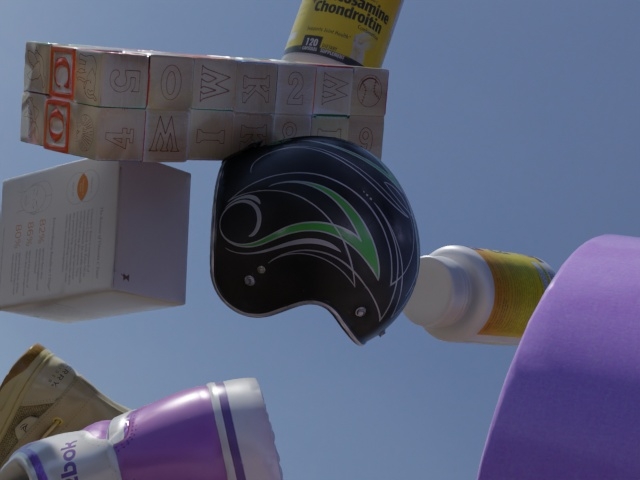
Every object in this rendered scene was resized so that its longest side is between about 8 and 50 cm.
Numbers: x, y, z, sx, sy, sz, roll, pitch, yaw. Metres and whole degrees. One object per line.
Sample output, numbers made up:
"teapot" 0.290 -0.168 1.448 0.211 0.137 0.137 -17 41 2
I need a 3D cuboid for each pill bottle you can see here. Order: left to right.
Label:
"pill bottle" 0.032 -0.246 1.439 0.103 0.184 0.103 17 -13 4
"pill bottle" 0.194 0.068 1.659 0.117 0.117 0.215 13 4 43

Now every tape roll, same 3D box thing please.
"tape roll" 0.156 0.138 0.629 0.090 0.274 0.274 9 -32 28

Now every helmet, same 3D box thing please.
"helmet" 0.000 0.000 1.100 0.162 0.169 0.169 1 -29 6

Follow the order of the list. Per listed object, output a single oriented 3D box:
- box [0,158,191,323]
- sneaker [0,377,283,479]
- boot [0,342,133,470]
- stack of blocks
"box" -0.212 0.001 1.261 0.171 0.130 0.091 -9 -17 38
"sneaker" -0.101 0.152 0.773 0.282 0.161 0.102 87 -13 -65
"boot" -0.242 0.247 1.340 0.203 0.095 0.262 28 -62 3
"stack of blocks" -0.108 -0.120 1.192 0.297 0.087 0.171 -2 10 -40
